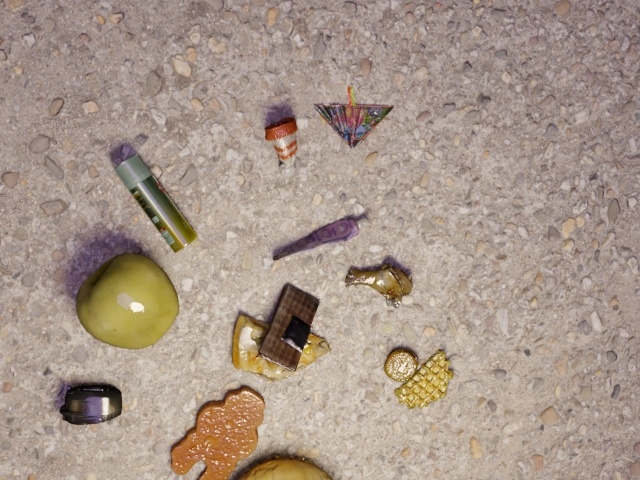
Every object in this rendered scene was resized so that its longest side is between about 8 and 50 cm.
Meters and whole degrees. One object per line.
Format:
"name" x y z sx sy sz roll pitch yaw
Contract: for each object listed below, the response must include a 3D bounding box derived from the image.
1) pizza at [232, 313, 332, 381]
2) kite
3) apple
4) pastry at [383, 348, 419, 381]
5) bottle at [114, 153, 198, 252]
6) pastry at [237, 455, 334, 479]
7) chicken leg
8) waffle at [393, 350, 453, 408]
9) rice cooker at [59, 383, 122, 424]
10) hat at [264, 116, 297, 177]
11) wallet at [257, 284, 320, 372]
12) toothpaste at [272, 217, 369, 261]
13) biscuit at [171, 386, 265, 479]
"pizza" -0.116 0.323 1.843 0.296 0.071 0.189 16 90 -15
"kite" 0.102 -0.358 1.830 0.241 0.014 0.184 -6 94 -7
"apple" -0.513 0.162 1.687 0.262 0.262 0.263 -1 96 -8
"pastry" 0.244 0.375 1.899 0.109 0.057 0.097 -10 88 4
"bottle" -0.454 -0.102 1.743 0.082 0.082 0.286 -35 100 -3
"pastry" -0.097 0.816 1.809 0.409 0.245 0.410 -1 99 -6
"chicken leg" 0.178 0.119 1.861 0.196 0.080 0.125 24 105 -9
"waffle" 0.315 0.431 1.928 0.191 0.046 0.161 -13 100 -7
"rice cooker" -0.639 0.458 1.762 0.165 0.112 0.107 7 90 -11
"hat" -0.097 -0.256 1.780 0.093 0.112 0.162 -10 110 21
"wallet" -0.087 0.249 1.800 0.124 0.042 0.230 27 56 -10
"toothpaste" 0.000 0.000 1.827 0.300 0.075 0.048 -22 121 -8
"biscuit" -0.290 0.579 1.858 0.202 0.047 0.334 36 92 -11
